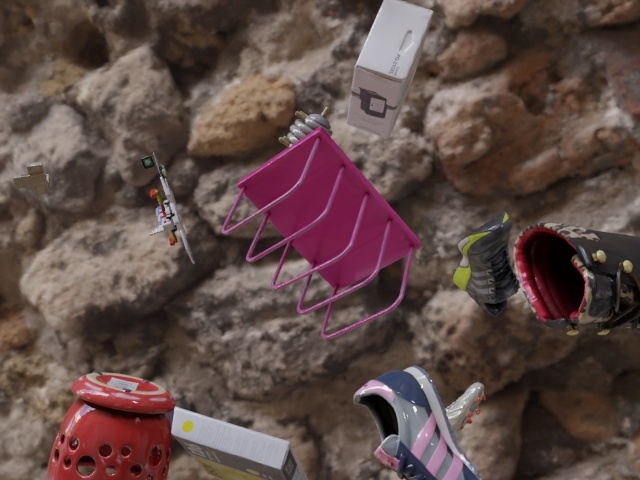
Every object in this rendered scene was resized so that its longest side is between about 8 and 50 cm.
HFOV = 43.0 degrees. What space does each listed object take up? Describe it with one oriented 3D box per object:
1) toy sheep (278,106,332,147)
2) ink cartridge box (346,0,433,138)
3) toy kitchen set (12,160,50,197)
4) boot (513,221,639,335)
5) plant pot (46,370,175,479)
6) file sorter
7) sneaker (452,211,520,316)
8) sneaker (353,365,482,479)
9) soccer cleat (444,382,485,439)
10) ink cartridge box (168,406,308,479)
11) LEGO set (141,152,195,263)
[{"bbox_3d":[-0.022,-0.202,1.567,0.132,0.091,0.091,-57,-6,17],"label":"toy sheep"},{"bbox_3d":[0.132,-0.336,1.605,0.237,0.100,0.172,97,-166,-71],"label":"ink cartridge box"},{"bbox_3d":[-0.663,-0.150,1.858,0.068,0.083,0.075,-10,37,-11],"label":"toy kitchen set"},{"bbox_3d":[0.423,0.083,0.961,0.284,0.138,0.377,6,25,-16],"label":"boot"},{"bbox_3d":[-0.330,0.316,1.324,0.191,0.174,0.191,14,-1,0],"label":"plant pot"},{"bbox_3d":[0.000,0.000,1.410,0.202,0.291,0.182,-29,25,31],"label":"file sorter"},{"bbox_3d":[0.337,0.049,1.567,0.111,0.121,0.300,-33,-24,-9],"label":"sneaker"},{"bbox_3d":[0.152,0.348,1.240,0.131,0.319,0.112,-8,-37,-27],"label":"sneaker"},{"bbox_3d":[0.255,0.356,1.607,0.068,0.076,0.196,9,-68,-59],"label":"soccer cleat"},{"bbox_3d":[-0.188,0.427,1.627,0.307,0.072,0.303,12,-27,14],"label":"ink cartridge box"},{"bbox_3d":[-0.312,-0.066,1.598,0.060,0.182,0.244,-19,-21,-6],"label":"LEGO set"}]
